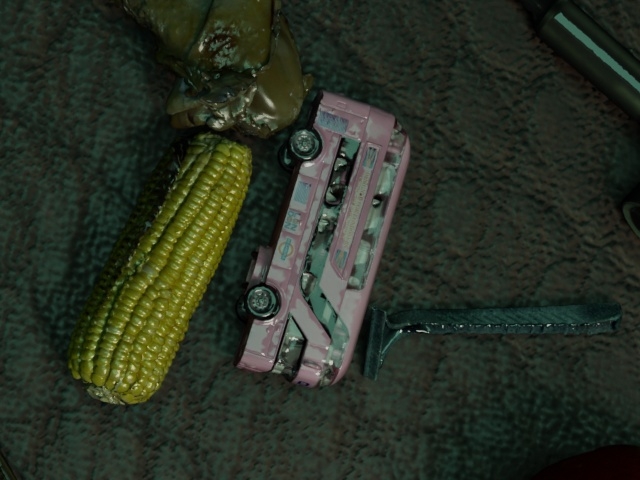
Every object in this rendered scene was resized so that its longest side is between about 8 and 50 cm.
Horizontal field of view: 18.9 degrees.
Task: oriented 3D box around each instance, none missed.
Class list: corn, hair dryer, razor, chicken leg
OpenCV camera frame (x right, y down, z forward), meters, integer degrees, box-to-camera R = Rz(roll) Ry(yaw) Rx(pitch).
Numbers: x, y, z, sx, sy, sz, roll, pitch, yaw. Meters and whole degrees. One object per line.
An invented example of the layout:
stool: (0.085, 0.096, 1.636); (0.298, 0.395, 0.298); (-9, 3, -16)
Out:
corn: (-0.108, 0.017, 1.315); (0.072, 0.072, 0.203); (27, 80, -5)
hair dryer: (0.243, -0.128, 1.386); (0.248, 0.078, 0.195); (42, 78, 3)
razor: (0.122, 0.057, 1.364); (0.190, 0.033, 0.066); (-4, 130, -11)
chicken leg: (-0.087, -0.153, 1.326); (0.125, 0.080, 0.196); (-27, 74, -32)

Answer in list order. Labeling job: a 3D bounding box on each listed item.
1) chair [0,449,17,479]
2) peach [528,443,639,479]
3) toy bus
chair: (-0.290, 0.117, 1.234); (0.170, 0.160, 0.326); (-27, 90, -12)
peach: (0.215, 0.251, 1.273); (0.243, 0.199, 0.244); (4, 77, -16)
toy bus: (0.000, 0.000, 1.335); (0.090, 0.063, 0.203); (18, 81, -7)
